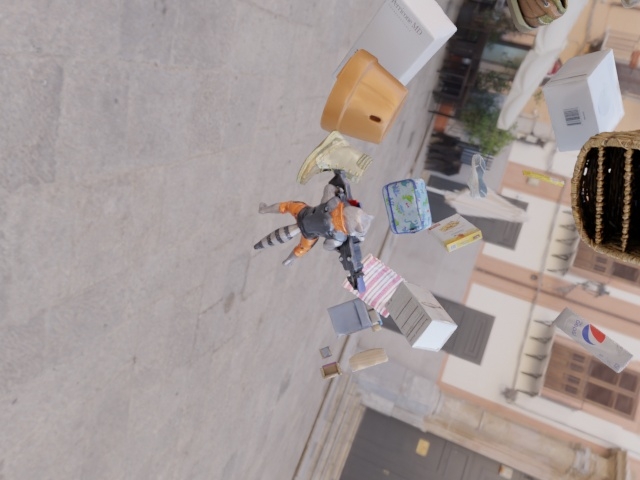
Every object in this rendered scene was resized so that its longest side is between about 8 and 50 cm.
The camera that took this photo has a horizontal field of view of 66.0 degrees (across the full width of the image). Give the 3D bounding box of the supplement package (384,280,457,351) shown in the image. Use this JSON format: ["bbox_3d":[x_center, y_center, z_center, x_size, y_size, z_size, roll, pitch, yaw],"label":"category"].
[{"bbox_3d":[0.284,0.216,1.414,0.105,0.105,0.179,-59,-145,21],"label":"supplement package"}]

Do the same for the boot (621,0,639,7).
[{"bbox_3d":[0.925,-0.814,1.466,0.152,0.073,0.197,-78,160,-44],"label":"boot"}]

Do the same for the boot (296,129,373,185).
[{"bbox_3d":[0.044,-0.218,1.506,0.213,0.165,0.077,-50,173,-16],"label":"boot"}]

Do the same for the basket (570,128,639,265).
[{"bbox_3d":[0.738,-0.115,1.236,0.223,0.213,0.299,-31,120,-46],"label":"basket"}]

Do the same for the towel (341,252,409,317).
[{"bbox_3d":[0.187,0.149,1.620,0.144,0.197,0.029,-50,-167,11],"label":"towel"}]

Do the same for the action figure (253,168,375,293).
[{"bbox_3d":[0.000,0.000,1.315,0.178,0.330,0.341,-19,93,-52],"label":"action figure"}]

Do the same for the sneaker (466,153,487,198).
[{"bbox_3d":[0.520,-0.215,1.662,0.061,0.054,0.152,-8,-97,60],"label":"sneaker"}]

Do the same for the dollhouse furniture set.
[{"bbox_3d":[0.100,0.348,1.894,0.198,0.286,0.303,68,5,-74],"label":"dollhouse furniture set"}]

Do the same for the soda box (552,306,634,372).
[{"bbox_3d":[1.068,0.387,1.936,0.091,0.286,0.098,-54,145,11],"label":"soda box"}]

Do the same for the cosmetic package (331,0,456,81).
[{"bbox_3d":[0.259,-0.698,1.849,0.161,0.230,0.453,-38,178,-36],"label":"cosmetic package"}]

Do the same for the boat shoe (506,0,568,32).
[{"bbox_3d":[0.432,-0.604,1.032,0.111,0.104,0.307,-38,107,-25],"label":"boat shoe"}]

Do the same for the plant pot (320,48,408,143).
[{"bbox_3d":[0.158,-0.456,1.645,0.291,0.203,0.291,-59,176,-8],"label":"plant pot"}]

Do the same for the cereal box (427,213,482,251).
[{"bbox_3d":[0.623,-0.039,2.315,0.240,0.173,0.047,-118,-175,-65],"label":"cereal box"}]

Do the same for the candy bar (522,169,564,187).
[{"bbox_3d":[0.842,-0.233,1.856,0.040,0.161,0.018,-66,173,-54],"label":"candy bar"}]

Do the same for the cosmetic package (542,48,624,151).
[{"bbox_3d":[0.819,-0.431,1.527,0.225,0.138,0.224,-42,118,-30],"label":"cosmetic package"}]

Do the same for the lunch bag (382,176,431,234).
[{"bbox_3d":[0.343,-0.135,1.973,0.090,0.176,0.219,-17,99,-42],"label":"lunch bag"}]
